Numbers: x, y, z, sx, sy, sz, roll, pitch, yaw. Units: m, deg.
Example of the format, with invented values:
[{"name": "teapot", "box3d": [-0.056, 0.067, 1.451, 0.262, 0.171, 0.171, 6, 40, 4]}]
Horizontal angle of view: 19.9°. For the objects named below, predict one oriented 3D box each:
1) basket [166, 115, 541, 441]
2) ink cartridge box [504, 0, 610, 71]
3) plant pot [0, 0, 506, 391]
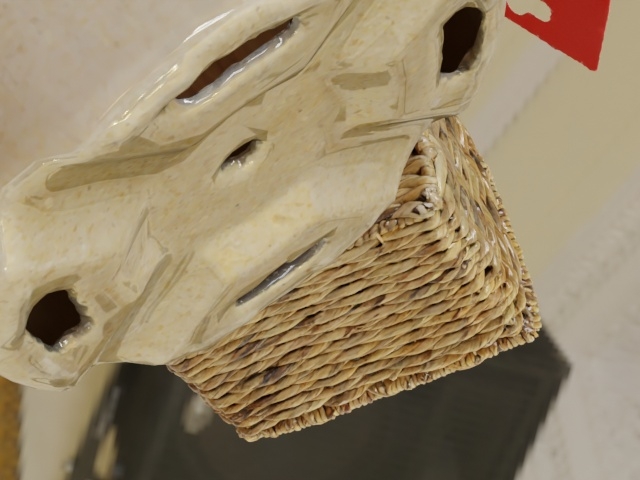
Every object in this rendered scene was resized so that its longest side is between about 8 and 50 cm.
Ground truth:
[{"name": "basket", "box3d": [0.000, 0.000, 1.525, 0.299, 0.223, 0.213, -24, -130, 18]}, {"name": "ink cartridge box", "box3d": [0.148, -0.250, 1.397, 0.181, 0.056, 0.225, 37, -40, 30]}, {"name": "plant pot", "box3d": [-0.109, -0.126, 0.668, 0.305, 0.334, 0.334, 51, -50, 20]}]
